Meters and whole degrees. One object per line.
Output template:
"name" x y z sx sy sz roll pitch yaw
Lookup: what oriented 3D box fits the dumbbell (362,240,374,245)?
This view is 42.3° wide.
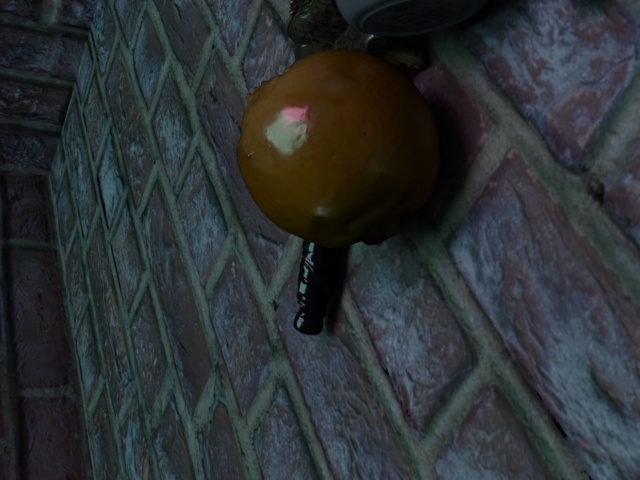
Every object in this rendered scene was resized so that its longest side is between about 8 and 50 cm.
"dumbbell" 0.086 -0.033 1.473 0.040 0.036 0.083 -46 46 47

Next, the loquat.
"loquat" 0.029 -0.143 1.314 0.328 0.328 0.328 -19 67 57

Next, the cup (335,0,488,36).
"cup" 0.175 -0.469 1.215 0.357 0.259 0.274 -8 87 20

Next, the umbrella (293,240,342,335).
"umbrella" -0.005 -0.001 1.551 0.106 0.113 0.357 15 97 38

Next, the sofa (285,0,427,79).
"sofa" 0.044 -0.344 1.465 0.258 0.182 0.200 -40 51 50
